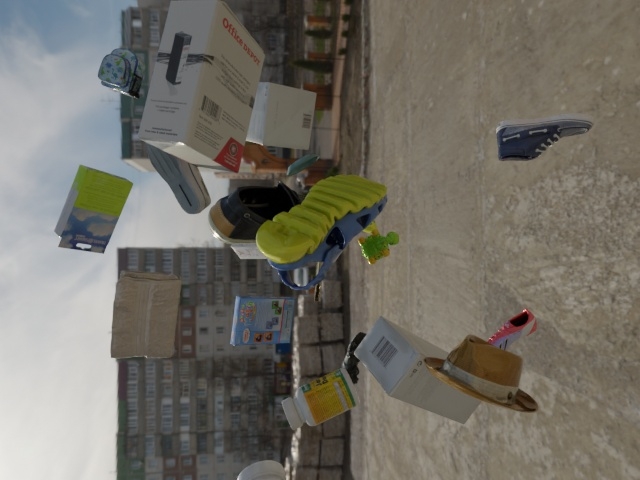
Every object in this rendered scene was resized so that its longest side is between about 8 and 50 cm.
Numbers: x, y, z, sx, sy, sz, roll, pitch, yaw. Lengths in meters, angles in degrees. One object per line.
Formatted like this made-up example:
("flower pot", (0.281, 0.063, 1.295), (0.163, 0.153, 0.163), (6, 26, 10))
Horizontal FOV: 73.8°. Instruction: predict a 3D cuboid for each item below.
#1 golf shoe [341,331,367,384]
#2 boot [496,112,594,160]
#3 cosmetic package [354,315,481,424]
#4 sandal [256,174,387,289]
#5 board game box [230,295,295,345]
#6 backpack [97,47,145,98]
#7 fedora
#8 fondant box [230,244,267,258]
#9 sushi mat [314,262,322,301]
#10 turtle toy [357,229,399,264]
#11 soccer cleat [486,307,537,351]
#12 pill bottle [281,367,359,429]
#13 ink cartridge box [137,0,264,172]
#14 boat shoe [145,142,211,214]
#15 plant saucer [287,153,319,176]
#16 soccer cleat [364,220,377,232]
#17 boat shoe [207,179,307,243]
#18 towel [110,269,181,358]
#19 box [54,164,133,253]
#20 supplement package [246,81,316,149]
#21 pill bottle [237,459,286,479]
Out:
("golf shoe", (0.118, 0.437, 1.605), (0.198, 0.077, 0.094), (-68, 15, -12))
("boot", (0.481, -0.216, 0.919), (0.069, 0.190, 0.085), (33, -121, -64))
("cosmetic package", (0.318, 0.406, 1.326), (0.156, 0.385, 0.217), (-54, 31, 4))
("sandal", (0.012, -0.020, 0.784), (0.126, 0.317, 0.138), (26, 135, 34))
("board game box", (-0.192, 0.270, 1.443), (0.039, 0.212, 0.159), (6, 89, 53))
("backpack", (-0.547, -0.470, 1.181), (0.084, 0.105, 0.114), (4, -74, -78))
("fedora", (0.266, 0.204, 0.695), (0.194, 0.195, 0.079), (-156, 85, -83))
("fondant box", (-0.230, -0.031, 2.012), (0.096, 0.331, 0.238), (57, -135, -35))
("sushi mat", (0.000, 0.000, 1.189), (0.151, 0.019, 0.316), (95, 178, -66))
("turtle toy", (0.185, 0.015, 1.331), (0.066, 0.130, 0.095), (10, -128, -64))
("soccer cleat", (0.630, 0.328, 1.464), (0.095, 0.248, 0.083), (56, 180, -28))
("pill bottle", (-0.001, 0.468, 1.251), (0.117, 0.209, 0.117), (157, 90, -82))
("ink cartridge box", (-0.226, -0.296, 0.852), (0.197, 0.114, 0.272), (22, -99, -71))
("boat shoe", (-0.335, -0.169, 1.010), (0.076, 0.083, 0.226), (-50, -59, -69))
("plant saucer", (-0.059, -0.240, 1.334), (0.021, 0.120, 0.119), (59, 173, -1))
("soccer cleat", (0.125, -0.102, 1.967), (0.121, 0.289, 0.093), (-60, 4, -35))
("boat shoe", (-0.118, -0.091, 1.360), (0.156, 0.501, 0.186), (-44, 66, 34))
("towel", (-0.535, 0.232, 1.312), (0.049, 0.187, 0.281), (-147, 63, -69))
("box", (-0.500, -0.065, 0.937), (0.109, 0.043, 0.178), (17, -82, -56))
("supplement package", (-0.181, -0.447, 1.520), (0.263, 0.198, 0.199), (25, 112, 47))
("pill bottle", (-0.132, 0.779, 1.132), (0.334, 0.188, 0.187), (-119, 28, -56))
